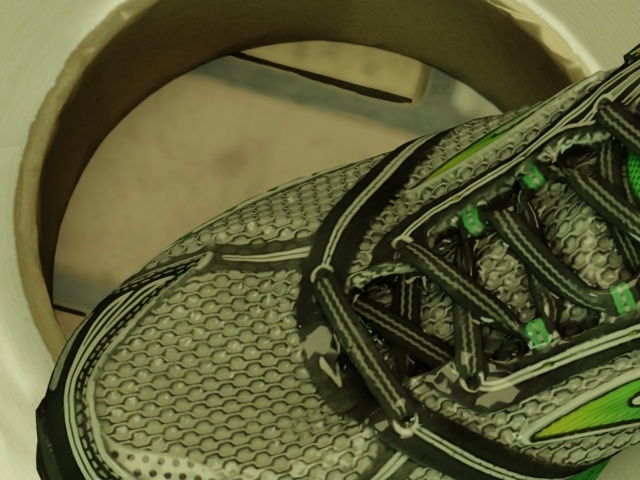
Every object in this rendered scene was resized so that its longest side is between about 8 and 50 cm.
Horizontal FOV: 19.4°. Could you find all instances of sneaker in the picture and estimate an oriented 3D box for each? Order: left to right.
[{"bbox_3d":[0.079,-0.004,0.535,0.343,0.146,0.134,-23,71,-11],"label":"sneaker"}]

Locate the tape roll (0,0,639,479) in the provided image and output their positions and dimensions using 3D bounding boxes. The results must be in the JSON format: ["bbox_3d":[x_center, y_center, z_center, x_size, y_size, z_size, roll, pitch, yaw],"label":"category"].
[{"bbox_3d":[0.000,0.000,0.645,0.392,0.072,0.392,1,68,-2],"label":"tape roll"}]
